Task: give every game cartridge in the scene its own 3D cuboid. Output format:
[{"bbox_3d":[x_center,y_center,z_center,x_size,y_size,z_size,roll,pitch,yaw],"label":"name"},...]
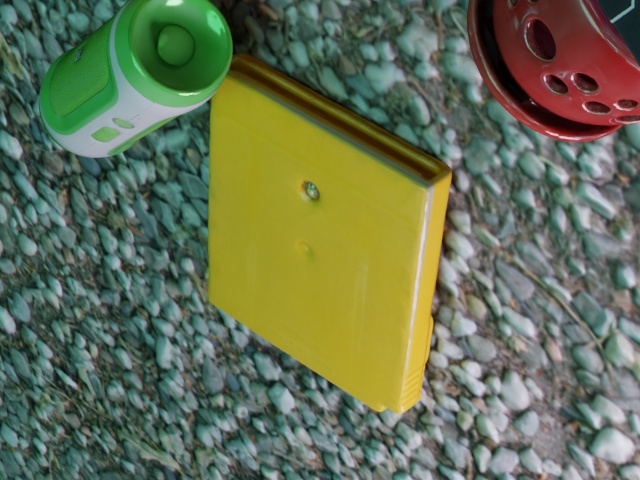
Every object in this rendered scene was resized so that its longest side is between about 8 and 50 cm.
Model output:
[{"bbox_3d":[0.000,0.000,1.800,0.285,0.053,0.323,32,138,28],"label":"game cartridge"}]

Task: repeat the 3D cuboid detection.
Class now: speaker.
[{"bbox_3d":[-0.195,-0.167,1.786,0.131,0.131,0.296,60,153,-5],"label":"speaker"}]

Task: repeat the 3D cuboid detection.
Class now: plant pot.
[{"bbox_3d":[0.217,-0.172,1.326,0.191,0.191,0.174,56,146,0],"label":"plant pot"}]

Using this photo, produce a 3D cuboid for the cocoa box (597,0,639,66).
[{"bbox_3d":[0.340,-0.263,1.093,0.228,0.231,0.347,56,142,1],"label":"cocoa box"}]
